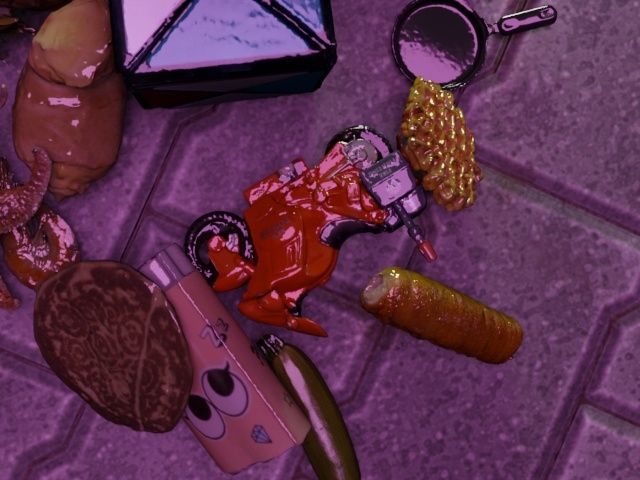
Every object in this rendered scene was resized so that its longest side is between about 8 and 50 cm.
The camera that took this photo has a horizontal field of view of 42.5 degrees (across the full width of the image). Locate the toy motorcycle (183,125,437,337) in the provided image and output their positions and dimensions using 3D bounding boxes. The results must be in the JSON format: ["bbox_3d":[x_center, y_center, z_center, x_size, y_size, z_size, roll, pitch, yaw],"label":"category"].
[{"bbox_3d":[0.000,0.000,1.067,0.325,0.148,0.221,-32,84,-3],"label":"toy motorcycle"}]

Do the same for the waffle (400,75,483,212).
[{"bbox_3d":[0.160,-0.125,1.077,0.038,0.191,0.191,-22,93,33],"label":"waffle"}]

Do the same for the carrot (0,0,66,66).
[{"bbox_3d":[-0.375,-0.393,1.004,0.214,0.193,0.331,21,88,-8],"label":"carrot"}]

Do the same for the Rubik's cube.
[{"bbox_3d":[-0.124,-0.302,1.002,0.246,0.250,0.249,-8,93,-5],"label":"Rubik's cube"}]

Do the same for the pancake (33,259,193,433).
[{"bbox_3d":[-0.262,0.135,1.035,0.250,0.031,0.250,12,119,23],"label":"pancake"}]

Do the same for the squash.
[{"bbox_3d":[-0.009,0.231,1.104,0.066,0.066,0.252,-24,93,-4],"label":"squash"}]

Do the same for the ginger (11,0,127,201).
[{"bbox_3d":[-0.315,-0.180,1.035,0.137,0.152,0.267,10,121,-7],"label":"ginger"}]

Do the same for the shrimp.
[{"bbox_3d":[-0.381,-0.021,1.080,0.101,0.042,0.190,-22,96,4],"label":"shrimp"}]

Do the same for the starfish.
[{"bbox_3d":[-0.475,-0.051,1.024,0.302,0.060,0.299,6,112,9],"label":"starfish"}]

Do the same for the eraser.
[{"bbox_3d":[-0.150,0.156,1.059,0.171,0.087,0.291,-33,94,40],"label":"eraser"}]

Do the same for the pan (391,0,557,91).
[{"bbox_3d":[0.212,-0.284,1.140,0.235,0.028,0.136,-14,92,-2],"label":"pan"}]

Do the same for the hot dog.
[{"bbox_3d":[0.165,0.104,1.051,0.289,0.068,0.083,23,124,-39],"label":"hot dog"}]
